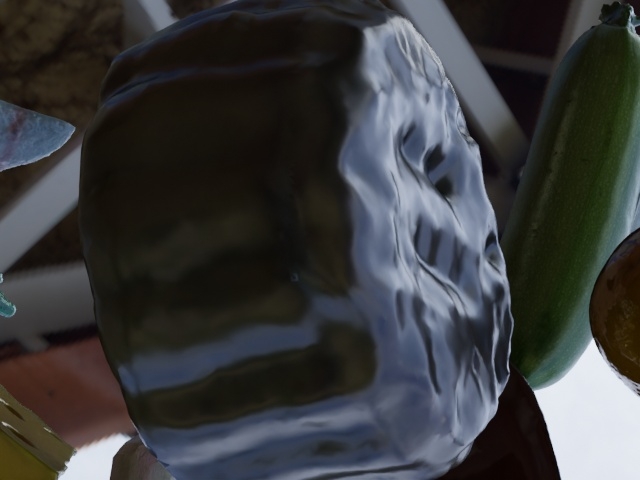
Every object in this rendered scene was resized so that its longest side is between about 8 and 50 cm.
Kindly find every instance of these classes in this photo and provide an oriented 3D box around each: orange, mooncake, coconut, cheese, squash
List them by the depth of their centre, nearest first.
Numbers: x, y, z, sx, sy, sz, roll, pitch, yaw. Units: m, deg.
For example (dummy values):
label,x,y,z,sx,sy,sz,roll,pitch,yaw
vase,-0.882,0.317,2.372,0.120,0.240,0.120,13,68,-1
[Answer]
label,x,y,z,sx,sy,sz,roll,pitch,yaw
mooncake,0.000,0.000,0.752,0.161,0.290,0.290,-11,-139,25
cheese,-0.204,0.128,0.816,0.126,0.093,0.171,-50,-178,14
orange,0.263,0.052,0.911,0.154,0.155,0.134,-26,-142,18
squash,0.223,-0.039,1.166,0.107,0.107,0.395,-3,-122,41
coconut,-0.210,0.291,1.662,0.110,0.110,0.124,-5,-116,40

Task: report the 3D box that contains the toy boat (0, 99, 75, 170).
label,x,y,z,sx,sy,sz,roll,pitch,yaw
toy boat,-0.428,-0.139,1.533,0.206,0.282,0.096,-60,-144,15

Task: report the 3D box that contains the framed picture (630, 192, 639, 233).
label,x,y,z,sx,sy,sz,roll,pitch,yaw
framed picture,0.462,0.001,1.633,0.217,0.274,0.017,-1,-126,1

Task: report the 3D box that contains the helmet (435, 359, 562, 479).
label,x,y,z,sx,sy,sz,roll,pitch,yaw
helmet,0.061,0.291,1.047,0.230,0.385,0.337,-13,-147,-10

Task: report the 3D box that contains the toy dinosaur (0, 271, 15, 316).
label,x,y,z,sx,sy,sz,roll,pitch,yaw
toy dinosaur,-0.462,0.055,1.772,0.059,0.132,0.096,-55,-162,0
